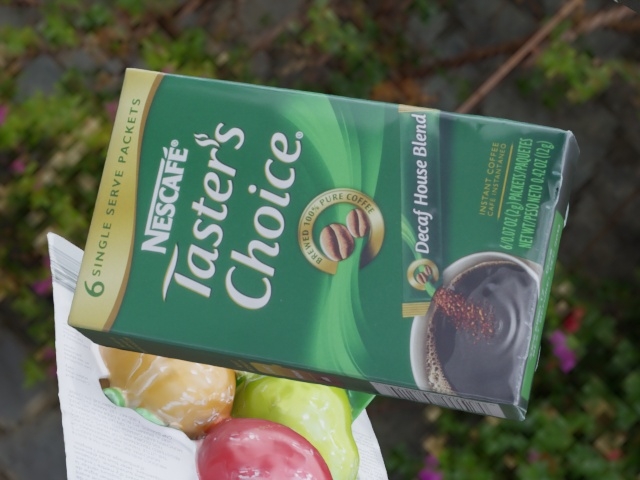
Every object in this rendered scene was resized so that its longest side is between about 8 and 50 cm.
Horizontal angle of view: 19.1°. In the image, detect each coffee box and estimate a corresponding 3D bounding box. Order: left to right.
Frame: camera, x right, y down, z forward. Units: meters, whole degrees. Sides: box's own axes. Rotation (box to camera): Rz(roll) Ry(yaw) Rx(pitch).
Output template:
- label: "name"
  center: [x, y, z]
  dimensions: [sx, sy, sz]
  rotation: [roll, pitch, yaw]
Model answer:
- label: "coffee box"
  center: [0.000, 0.000, 0.746]
  dimensions: [0.184, 0.113, 0.040]
  rotation: [10, -10, 15]

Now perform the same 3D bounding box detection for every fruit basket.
- label: "fruit basket"
  center: [-0.074, 0.166, 1.492]
  dimensions: [0.327, 0.165, 0.353]
  rotation: [25, 32, -28]

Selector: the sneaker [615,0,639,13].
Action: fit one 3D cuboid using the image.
- label: "sneaker"
  center: [0.225, -0.273, 1.588]
  dimensions: [0.330, 0.122, 0.146]
  rotation: [38, -15, -8]
